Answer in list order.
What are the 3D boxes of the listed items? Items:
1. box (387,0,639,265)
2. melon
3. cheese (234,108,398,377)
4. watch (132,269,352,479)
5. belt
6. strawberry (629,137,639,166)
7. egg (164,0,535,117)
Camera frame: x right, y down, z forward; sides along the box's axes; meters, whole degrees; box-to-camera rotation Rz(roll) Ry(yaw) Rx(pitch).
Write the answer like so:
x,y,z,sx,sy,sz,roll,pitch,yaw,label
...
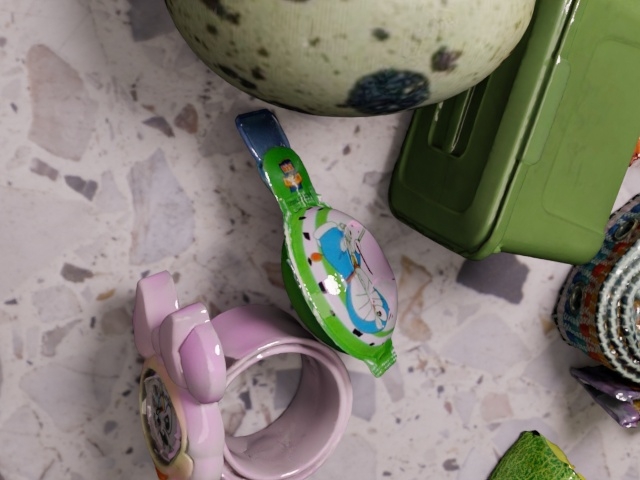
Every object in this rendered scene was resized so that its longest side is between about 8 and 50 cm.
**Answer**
x,y,z,sx,sy,sz,roll,pitch,yaw,label
0.228,-0.141,1.297,0.178,0.253,0.328,14,100,-23,box
0.299,0.388,1.482,0.169,0.129,0.265,-42,107,3,melon
0.000,0.000,1.321,0.083,0.204,0.320,-26,91,25,cheese
-0.087,0.152,1.343,0.218,0.211,0.248,-8,112,-27,watch
0.416,0.058,1.414,0.295,0.160,0.206,-34,106,-3,belt
0.378,-0.185,1.405,0.121,0.082,0.188,23,107,5,strawberry
0.021,-0.261,1.185,0.379,0.287,0.287,23,98,22,egg
